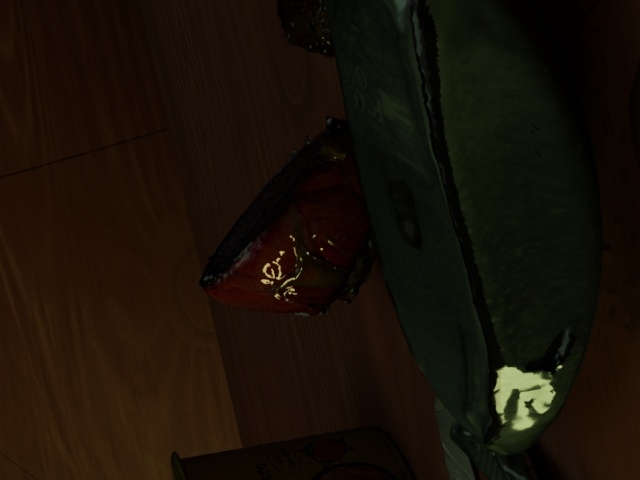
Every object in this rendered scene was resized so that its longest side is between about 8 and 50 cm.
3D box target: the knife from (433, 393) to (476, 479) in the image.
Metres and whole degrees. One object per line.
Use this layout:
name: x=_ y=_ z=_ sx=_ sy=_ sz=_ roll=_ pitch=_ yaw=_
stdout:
knife: x=0.146 y=0.274 z=0.891 sx=0.047 sy=0.017 sz=0.298 roll=-6 pitch=97 yaw=67

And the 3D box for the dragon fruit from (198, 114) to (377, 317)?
dragon fruit: x=-0.002 y=0.002 z=0.952 sx=0.148 sy=0.224 sz=0.218 roll=40 pitch=-179 yaw=-10

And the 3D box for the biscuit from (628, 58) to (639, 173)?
biscuit: x=0.218 y=-0.025 z=0.321 sx=0.359 sy=0.046 sz=0.359 roll=167 pitch=90 yaw=-76

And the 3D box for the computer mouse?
computer mouse: x=0.103 y=-0.034 z=0.603 sx=0.203 sy=0.114 sz=0.374 roll=-133 pitch=26 yaw=-57

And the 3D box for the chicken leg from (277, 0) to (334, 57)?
chicken leg: x=0.005 y=-0.228 z=0.893 sx=0.234 sy=0.063 sz=0.105 roll=-148 pitch=42 yaw=-66

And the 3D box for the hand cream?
hand cream: x=0.164 y=0.221 z=0.710 sx=0.075 sy=0.052 sz=0.248 roll=92 pitch=159 yaw=-47

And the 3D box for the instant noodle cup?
instant noodle cup: x=-0.018 y=0.375 z=1.121 sx=0.325 sy=0.254 sz=0.326 roll=166 pitch=90 yaw=-75
